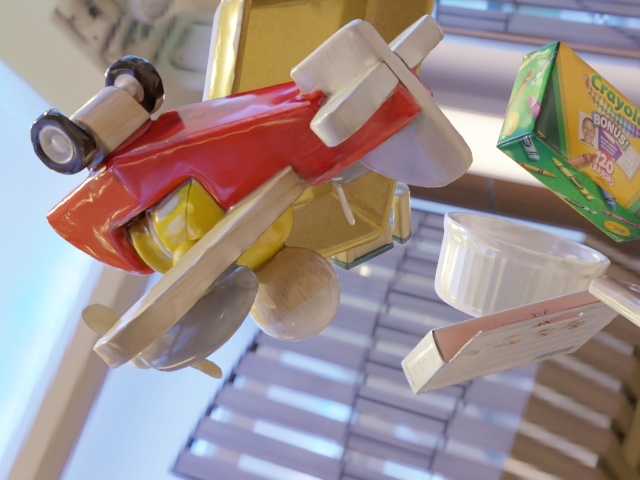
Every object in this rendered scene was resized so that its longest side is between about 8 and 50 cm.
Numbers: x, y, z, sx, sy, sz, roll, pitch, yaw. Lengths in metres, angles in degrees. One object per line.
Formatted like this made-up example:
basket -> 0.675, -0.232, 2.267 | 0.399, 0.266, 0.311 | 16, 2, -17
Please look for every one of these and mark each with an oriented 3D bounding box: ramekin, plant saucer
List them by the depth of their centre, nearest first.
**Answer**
plant saucer -> -0.022, -0.134, 1.394 | 0.332, 0.081, 0.333 | -19, -54, -50
ramekin -> 0.320, 0.056, 2.156 | 0.277, 0.277, 0.135 | -3, -69, -60

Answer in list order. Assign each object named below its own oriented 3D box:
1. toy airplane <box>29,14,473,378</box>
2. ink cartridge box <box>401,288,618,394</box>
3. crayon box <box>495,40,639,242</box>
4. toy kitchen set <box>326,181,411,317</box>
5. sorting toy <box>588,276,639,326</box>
toy airplane -> -0.035, -0.038, 1.136 | 0.386, 0.384, 0.272 | -26, -69, -8
ink cartridge box -> 0.275, 0.116, 1.794 | 0.275, 0.060, 0.239 | -12, -23, -23
crayon box -> 0.391, -0.139, 1.913 | 0.278, 0.081, 0.165 | 34, -119, -27
toy kitchen set -> 0.000, 0.000, 1.666 | 0.207, 0.166, 0.122 | -25, -57, -35
sorting toy -> 0.428, 0.093, 1.495 | 0.193, 0.208, 0.038 | -127, 49, -76
